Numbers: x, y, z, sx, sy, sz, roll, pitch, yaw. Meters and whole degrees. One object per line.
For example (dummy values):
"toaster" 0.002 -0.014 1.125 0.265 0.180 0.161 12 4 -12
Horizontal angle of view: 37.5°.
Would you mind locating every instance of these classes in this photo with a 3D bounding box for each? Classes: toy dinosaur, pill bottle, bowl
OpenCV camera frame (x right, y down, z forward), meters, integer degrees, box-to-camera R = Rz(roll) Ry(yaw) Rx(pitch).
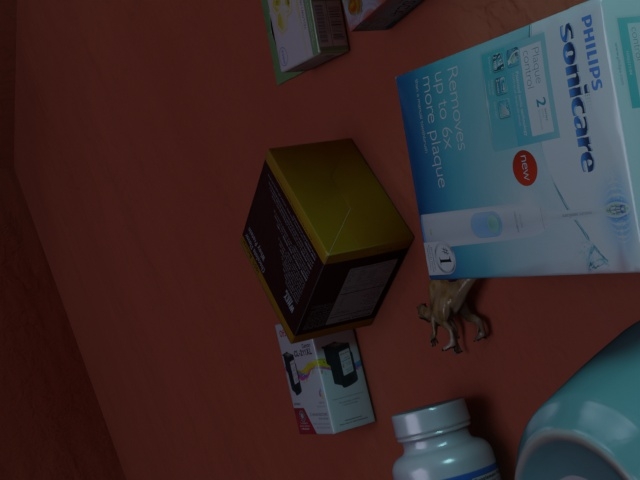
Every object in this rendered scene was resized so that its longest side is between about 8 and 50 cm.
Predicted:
"toy dinosaur" 0.154 0.079 1.105 0.183 0.053 0.092 -52 53 56
"pill bottle" 0.154 0.303 1.107 0.124 0.124 0.221 -32 71 61
"bowl" 0.282 0.227 0.796 0.311 0.163 0.311 30 126 54

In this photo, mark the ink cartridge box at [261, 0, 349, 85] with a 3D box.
"ink cartridge box" -0.049 -0.324 1.348 0.235 0.056 0.171 -8 93 61

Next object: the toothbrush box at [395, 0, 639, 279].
"toothbrush box" 0.212 -0.080 0.860 0.295 0.126 0.216 -5 95 61

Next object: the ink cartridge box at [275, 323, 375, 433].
"ink cartridge box" 0.003 0.195 1.411 0.127 0.072 0.175 -24 79 63

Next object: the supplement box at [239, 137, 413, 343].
"supplement box" 0.000 0.000 1.286 0.191 0.129 0.194 60 147 32

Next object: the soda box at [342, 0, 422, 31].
"soda box" 0.091 -0.304 1.081 0.183 0.058 0.063 -25 76 61
